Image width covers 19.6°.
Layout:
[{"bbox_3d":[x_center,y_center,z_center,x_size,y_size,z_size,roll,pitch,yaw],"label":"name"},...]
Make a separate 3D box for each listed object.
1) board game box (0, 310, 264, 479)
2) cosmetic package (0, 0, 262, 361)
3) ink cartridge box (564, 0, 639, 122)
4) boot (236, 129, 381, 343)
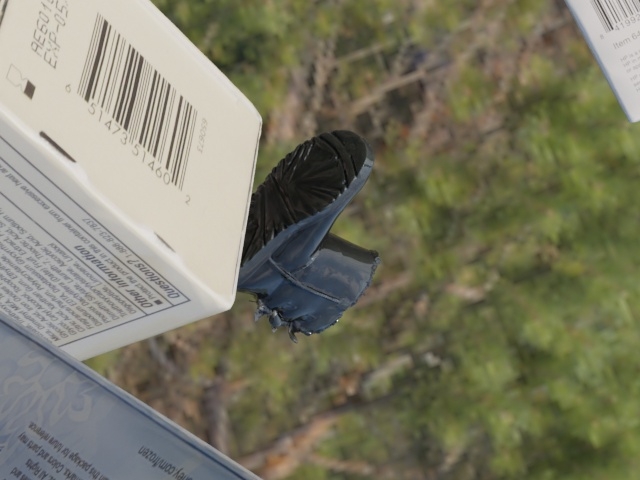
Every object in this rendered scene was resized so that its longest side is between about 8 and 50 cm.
[{"bbox_3d":[-0.144,0.164,0.449,0.066,0.319,0.318,44,79,-29],"label":"board game box"},{"bbox_3d":[-0.197,-0.009,0.798,0.309,0.113,0.160,-18,135,30],"label":"cosmetic package"},{"bbox_3d":[0.228,-0.227,1.211,0.171,0.232,0.168,-26,-173,17],"label":"ink cartridge box"},{"bbox_3d":[0.001,0.000,1.018,0.121,0.045,0.099,-42,142,12],"label":"boot"}]
